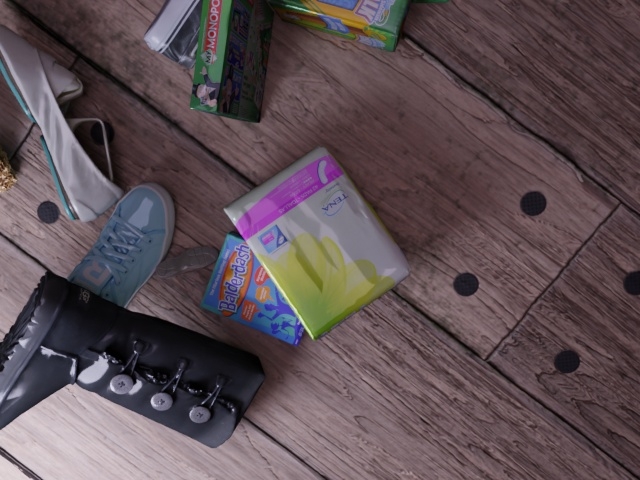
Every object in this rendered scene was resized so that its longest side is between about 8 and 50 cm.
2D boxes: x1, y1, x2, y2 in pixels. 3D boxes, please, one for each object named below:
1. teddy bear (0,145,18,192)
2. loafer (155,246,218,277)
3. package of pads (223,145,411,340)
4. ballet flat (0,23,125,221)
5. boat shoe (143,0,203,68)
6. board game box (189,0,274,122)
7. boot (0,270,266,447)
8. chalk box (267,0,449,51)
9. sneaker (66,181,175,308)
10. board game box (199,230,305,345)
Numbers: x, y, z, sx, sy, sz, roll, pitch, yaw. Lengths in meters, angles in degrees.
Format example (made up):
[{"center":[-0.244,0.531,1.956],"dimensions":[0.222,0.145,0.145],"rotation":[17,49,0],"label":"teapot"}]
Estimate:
[{"center":[-0.769,-0.113,1.208],"dimensions":[0.338,0.113,0.245],"rotation":[-41,123,4],"label":"teddy bear"},{"center":[-0.264,0.045,1.251],"dimensions":[0.125,0.039,0.045],"rotation":[-18,74,-9],"label":"loafer"},{"center":[0.000,0.000,1.158],"dimensions":[0.229,0.101,0.296],"rotation":[-34,86,-3],"label":"package of pads"},{"center":[-0.491,-0.234,1.198],"dimensions":[0.139,0.139,0.399],"rotation":[-21,100,7],"label":"ballet flat"},{"center":[-0.185,-0.467,1.145],"dimensions":[0.119,0.121,0.335],"rotation":[32,108,-30],"label":"boat shoe"},{"center":[-0.138,-0.311,1.048],"dimensions":[0.046,0.317,0.213],"rotation":[9,98,4],"label":"board game box"},{"center":[-0.378,0.289,1.187],"dimensions":[0.445,0.146,0.367],"rotation":[28,113,-29],"label":"boot"},{"center":[0.080,-0.440,1.082],"dimensions":[0.289,0.180,0.179],"rotation":[18,99,4],"label":"chalk box"},{"center":[-0.399,0.059,1.205],"dimensions":[0.135,0.150,0.365],"rotation":[28,100,-1],"label":"sneaker"},{"center":[-0.110,0.094,1.237],"dimensions":[0.210,0.047,0.160],"rotation":[21,99,2],"label":"board game box"}]
